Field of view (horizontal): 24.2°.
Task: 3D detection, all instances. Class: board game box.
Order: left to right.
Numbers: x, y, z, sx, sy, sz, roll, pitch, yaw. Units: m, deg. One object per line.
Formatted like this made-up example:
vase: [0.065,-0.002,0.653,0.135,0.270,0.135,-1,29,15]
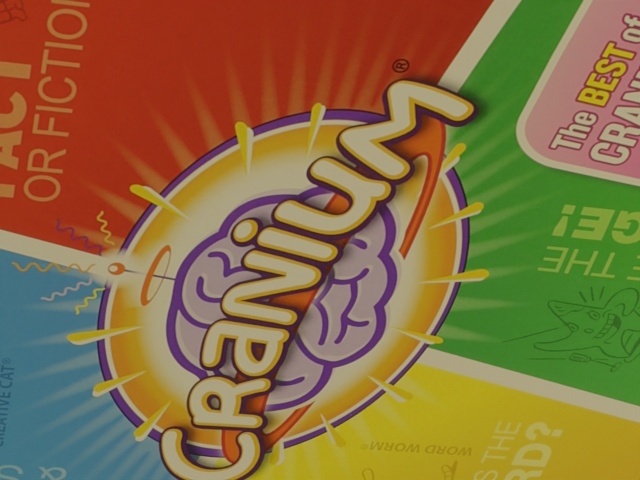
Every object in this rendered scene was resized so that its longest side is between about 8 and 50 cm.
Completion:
board game box: [0.000,0.000,0.454,0.317,0.242,0.064,5,40,-14]
